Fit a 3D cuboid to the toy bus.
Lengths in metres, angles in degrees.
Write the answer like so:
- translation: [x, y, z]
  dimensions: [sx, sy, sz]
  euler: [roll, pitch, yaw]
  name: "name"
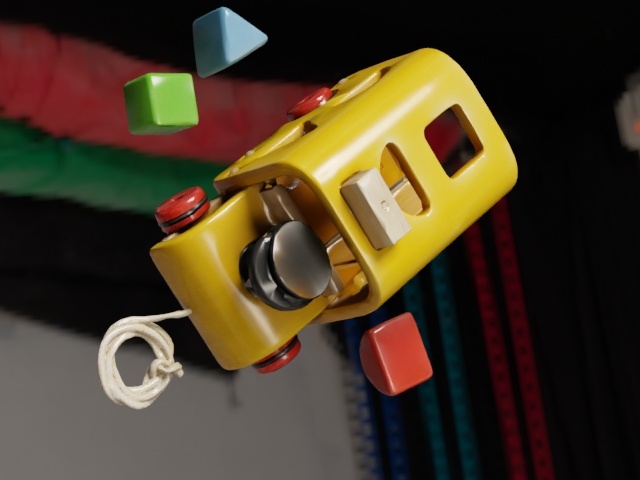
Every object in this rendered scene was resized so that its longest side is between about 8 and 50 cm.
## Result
- translation: [0.005, -0.011, 0.879]
  dimensions: [0.191, 0.202, 0.104]
  euler: [13, -16, -32]
  name: "toy bus"
